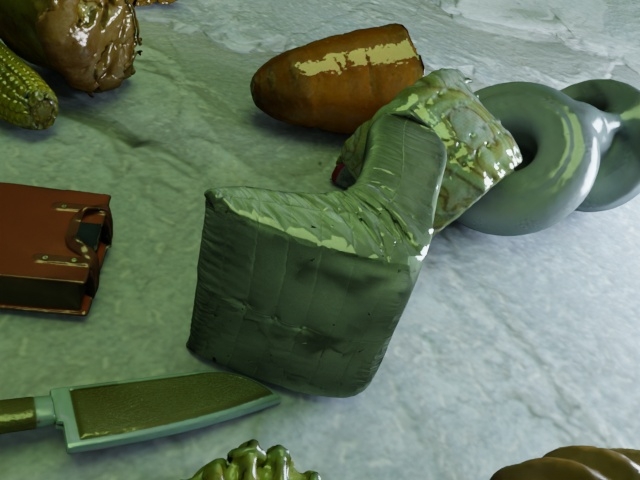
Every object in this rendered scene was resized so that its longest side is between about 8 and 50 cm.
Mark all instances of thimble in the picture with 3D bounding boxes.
[{"bbox_3d":[0.131,-0.099,0.762,0.190,0.137,0.143,-38,83,-20],"label":"thimble"}]

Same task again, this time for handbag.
[{"bbox_3d":[-0.298,0.003,0.625,0.190,0.062,0.127,5,42,-9],"label":"handbag"}]

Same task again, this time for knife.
[{"bbox_3d":[-0.188,0.140,0.518,0.343,0.027,0.061,-2,37,-31],"label":"knife"}]

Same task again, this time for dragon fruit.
[{"bbox_3d":[0.061,-0.094,0.857,0.083,0.056,0.060,19,42,4],"label":"dragon fruit"}]

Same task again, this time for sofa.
[{"bbox_3d":[0.000,0.000,0.624,0.176,0.210,0.225,18,44,3],"label":"sofa"}]

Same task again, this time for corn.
[{"bbox_3d":[-0.405,-0.210,0.800,0.231,0.080,0.080,35,44,19],"label":"corn"}]

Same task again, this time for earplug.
[{"bbox_3d":[0.301,-0.109,0.890,0.326,0.175,0.214,-11,62,-17],"label":"earplug"}]

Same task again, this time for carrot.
[{"bbox_3d":[0.018,-0.207,0.911,0.225,0.159,0.159,-10,47,-15],"label":"carrot"}]

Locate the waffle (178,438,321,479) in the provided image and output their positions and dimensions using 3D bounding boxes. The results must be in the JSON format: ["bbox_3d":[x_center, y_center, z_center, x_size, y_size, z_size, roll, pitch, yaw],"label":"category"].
[{"bbox_3d":[-0.050,0.234,0.474,0.183,0.036,0.169,-28,61,-37],"label":"waffle"}]

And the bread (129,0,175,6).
[{"bbox_3d":[-0.294,-0.471,1.074,0.149,0.158,0.143,-9,46,-33],"label":"bread"}]

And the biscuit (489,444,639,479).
[{"bbox_3d":[0.249,0.286,0.478,0.326,0.107,0.325,7,42,-7],"label":"biscuit"}]

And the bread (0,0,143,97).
[{"bbox_3d":[-0.322,-0.290,0.801,0.160,0.260,0.147,22,54,13],"label":"bread"}]
